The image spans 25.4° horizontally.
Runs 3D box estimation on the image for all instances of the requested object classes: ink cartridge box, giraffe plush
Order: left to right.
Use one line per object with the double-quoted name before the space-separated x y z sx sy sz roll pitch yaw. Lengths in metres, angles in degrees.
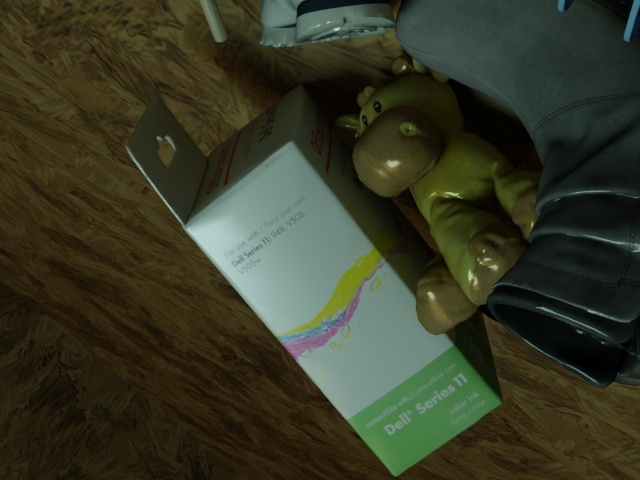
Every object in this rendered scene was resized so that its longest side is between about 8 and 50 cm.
"ink cartridge box" 0.000 0.000 1.207 0.353 0.119 0.207 50 -167 -15
"giraffe plush" 0.097 -0.058 1.095 0.170 0.181 0.210 46 -166 -9

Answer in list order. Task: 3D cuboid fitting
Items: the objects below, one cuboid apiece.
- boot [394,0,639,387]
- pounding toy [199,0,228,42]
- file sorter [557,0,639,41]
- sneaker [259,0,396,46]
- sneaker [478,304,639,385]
"boot" 0.154 -0.043 0.883 0.338 0.223 0.118 22 160 28
"pounding toy" -0.082 -0.232 0.976 0.130 0.100 0.141 34 161 -5
"file sorter" 0.184 -0.162 0.725 0.170 0.104 0.118 27 161 13
"sneaker" 0.002 -0.187 1.003 0.235 0.090 0.095 -166 65 -77
"sneaker" 0.218 0.044 1.198 0.267 0.101 0.106 16 153 39
